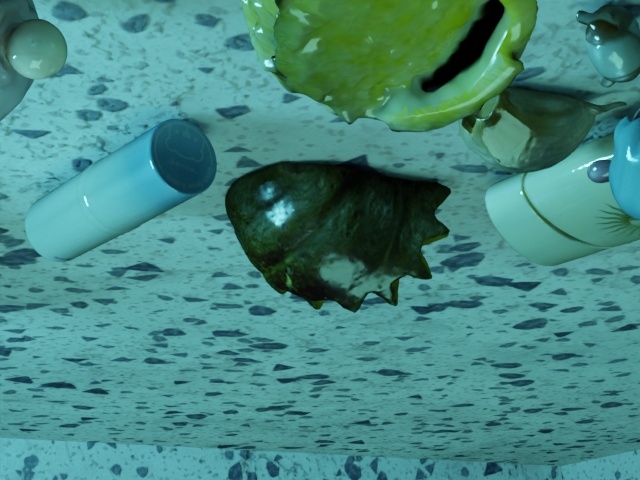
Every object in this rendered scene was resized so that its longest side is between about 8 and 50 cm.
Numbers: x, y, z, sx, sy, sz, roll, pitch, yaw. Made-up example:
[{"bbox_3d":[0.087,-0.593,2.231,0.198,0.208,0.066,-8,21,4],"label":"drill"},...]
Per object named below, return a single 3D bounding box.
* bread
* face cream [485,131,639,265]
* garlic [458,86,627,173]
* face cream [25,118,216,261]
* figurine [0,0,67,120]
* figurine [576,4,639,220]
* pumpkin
[{"bbox_3d":[0.028,-0.167,0.630,0.197,0.170,0.197,-3,148,-2],"label":"bread"},{"bbox_3d":[0.319,-0.058,1.085,0.173,0.081,0.348,19,152,-35],"label":"face cream"},{"bbox_3d":[0.189,-0.096,0.990,0.152,0.066,0.084,8,157,-18],"label":"garlic"},{"bbox_3d":[-0.203,-0.045,1.092,0.077,0.077,0.250,15,156,-38],"label":"face cream"},{"bbox_3d":[-0.252,-0.162,0.686,0.200,0.133,0.276,11,156,1],"label":"figurine"},{"bbox_3d":[0.286,-0.114,0.842,0.205,0.103,0.260,16,137,-6],"label":"figurine"},{"bbox_3d":[0.000,0.000,1.160,0.254,0.130,0.149,-9,160,24],"label":"pumpkin"}]
